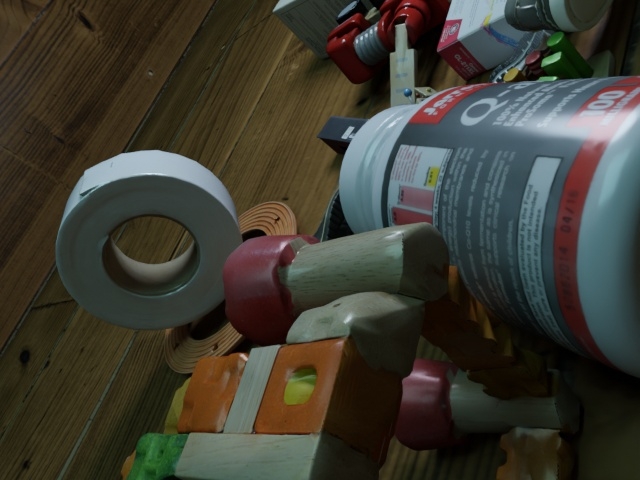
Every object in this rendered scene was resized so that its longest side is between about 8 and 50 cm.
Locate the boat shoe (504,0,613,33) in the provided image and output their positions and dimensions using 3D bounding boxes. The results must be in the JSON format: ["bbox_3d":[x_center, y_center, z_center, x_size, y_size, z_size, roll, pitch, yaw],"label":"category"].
[{"bbox_3d":[0.327,-0.354,0.779,0.305,0.109,0.091,-50,32,-21],"label":"boat shoe"}]

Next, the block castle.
[{"bbox_3d":[0.005,0.236,0.434,0.213,0.303,0.453,-14,47,41],"label":"block castle"}]

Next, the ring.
[{"bbox_3d":[-0.153,0.079,1.126,0.337,0.032,0.336,-37,32,28],"label":"ring"}]

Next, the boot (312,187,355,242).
[{"bbox_3d":[0.000,0.000,0.949,0.137,0.077,0.197,-18,42,54],"label":"boot"}]

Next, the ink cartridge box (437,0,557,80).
[{"bbox_3d":[0.262,-0.318,0.913,0.175,0.072,0.127,-16,45,48],"label":"ink cartridge box"}]

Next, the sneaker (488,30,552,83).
[{"bbox_3d":[0.262,-0.223,0.851,0.109,0.044,0.040,-50,50,36],"label":"sneaker"}]

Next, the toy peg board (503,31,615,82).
[{"bbox_3d":[0.237,-0.149,0.753,0.161,0.079,0.161,-18,43,47],"label":"toy peg board"}]

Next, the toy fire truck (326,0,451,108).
[{"bbox_3d":[0.108,-0.311,1.086,0.217,0.158,0.246,-21,31,44],"label":"toy fire truck"}]

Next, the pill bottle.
[{"bbox_3d":[0.175,-0.033,0.575,0.210,0.210,0.363,-57,29,-7],"label":"pill bottle"}]

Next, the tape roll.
[{"bbox_3d":[-0.270,0.002,1.052,0.286,0.286,0.100,-45,29,14],"label":"tape roll"}]

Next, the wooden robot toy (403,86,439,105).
[{"bbox_3d":[0.157,-0.150,0.914,0.173,0.076,0.079,-101,19,-54],"label":"wooden robot toy"}]

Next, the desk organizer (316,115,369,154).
[{"bbox_3d":[0.051,-0.170,1.081,0.047,0.050,0.130,-55,28,-5],"label":"desk organizer"}]

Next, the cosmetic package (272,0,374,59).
[{"bbox_3d":[0.059,-0.482,1.313,0.309,0.160,0.113,5,61,56],"label":"cosmetic package"}]
